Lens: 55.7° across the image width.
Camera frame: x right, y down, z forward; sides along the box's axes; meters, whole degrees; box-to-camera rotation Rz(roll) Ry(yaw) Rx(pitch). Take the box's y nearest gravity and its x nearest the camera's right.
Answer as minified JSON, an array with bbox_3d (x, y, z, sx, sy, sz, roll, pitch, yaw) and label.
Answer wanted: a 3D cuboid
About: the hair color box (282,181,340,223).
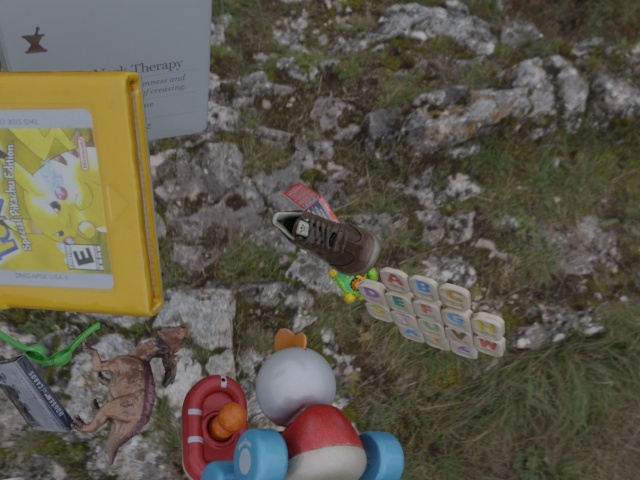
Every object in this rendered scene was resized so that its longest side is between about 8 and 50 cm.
[{"bbox_3d":[-0.019,-0.065,1.338,0.053,0.167,0.093,-36,115,-5],"label":"hair color box"}]

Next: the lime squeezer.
[{"bbox_3d":[-0.673,0.258,1.497,0.059,0.310,0.109,7,87,34],"label":"lime squeezer"}]

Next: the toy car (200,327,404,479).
[{"bbox_3d":[-0.041,0.243,0.846,0.219,0.210,0.237,12,47,-31],"label":"toy car"}]

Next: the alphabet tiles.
[{"bbox_3d":[0.212,0.150,1.170,0.284,0.278,0.021,15,61,26],"label":"alphabet tiles"}]

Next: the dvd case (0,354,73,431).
[{"bbox_3d":[-0.617,0.327,1.283,0.030,0.239,0.179,-40,105,-41],"label":"dvd case"}]

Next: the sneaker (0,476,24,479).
[{"bbox_3d":[-0.631,0.524,1.066,0.282,0.102,0.160,-22,70,28],"label":"sneaker"}]

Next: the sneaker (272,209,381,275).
[{"bbox_3d":[0.000,0.000,0.806,0.071,0.188,0.066,18,90,-35],"label":"sneaker"}]

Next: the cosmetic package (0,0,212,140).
[{"bbox_3d":[-0.398,-0.411,1.055,0.330,0.393,0.327,-16,57,-23],"label":"cosmetic package"}]

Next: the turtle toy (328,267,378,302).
[{"bbox_3d":[0.087,0.092,1.453,0.130,0.066,0.095,-5,55,-52],"label":"turtle toy"}]

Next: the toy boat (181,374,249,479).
[{"bbox_3d":[-0.204,0.388,1.277,0.151,0.151,0.231,15,45,-31],"label":"toy boat"}]

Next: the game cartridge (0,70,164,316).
[{"bbox_3d":[-0.355,-0.051,0.711,0.324,0.052,0.285,1,108,8],"label":"game cartridge"}]

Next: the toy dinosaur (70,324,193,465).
[{"bbox_3d":[-0.373,0.303,1.225,0.201,0.127,0.295,2,71,3],"label":"toy dinosaur"}]
